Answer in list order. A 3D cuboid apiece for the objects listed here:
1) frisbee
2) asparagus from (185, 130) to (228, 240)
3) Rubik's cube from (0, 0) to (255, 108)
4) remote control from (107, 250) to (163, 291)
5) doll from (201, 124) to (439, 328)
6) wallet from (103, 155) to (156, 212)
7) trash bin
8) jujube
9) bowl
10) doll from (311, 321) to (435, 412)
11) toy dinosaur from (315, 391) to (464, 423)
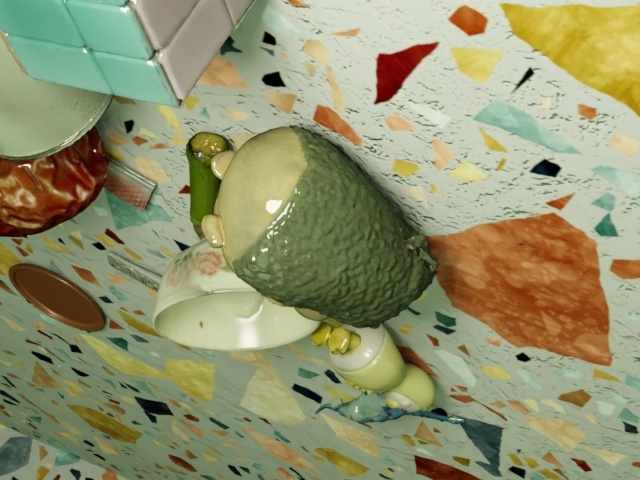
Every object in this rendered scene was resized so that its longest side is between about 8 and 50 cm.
[{"bbox_3d":[-0.598,0.130,2.399,0.250,0.021,0.251,22,151,13],"label":"frisbee"},{"bbox_3d":[-0.176,-0.078,1.648,0.060,0.067,0.278,61,160,22],"label":"asparagus"},{"bbox_3d":[-0.226,-0.311,1.137,0.231,0.221,0.225,14,148,24],"label":"Rubik's cube"},{"bbox_3d":[-0.339,0.072,2.074,0.184,0.027,0.050,27,151,11],"label":"remote control"},{"bbox_3d":[0.000,0.000,1.457,0.349,0.247,0.247,28,156,-34],"label":"doll"},{"bbox_3d":[-0.375,-0.121,1.792,0.196,0.020,0.103,30,151,-4],"label":"wallet"},{"bbox_3d":[-0.417,-0.265,1.363,0.217,0.277,0.262,52,177,39],"label":"trash bin"},{"bbox_3d":[-0.510,-0.113,1.686,0.342,0.216,0.216,-11,135,29],"label":"jujube"},{"bbox_3d":[-0.137,0.074,1.728,0.277,0.145,0.277,-2,153,-1],"label":"bowl"},{"bbox_3d":[0.107,0.231,1.842,0.141,0.117,0.296,6,145,51],"label":"doll"},{"bbox_3d":[0.104,0.311,2.026,0.329,0.076,0.144,-3,147,28],"label":"toy dinosaur"}]
